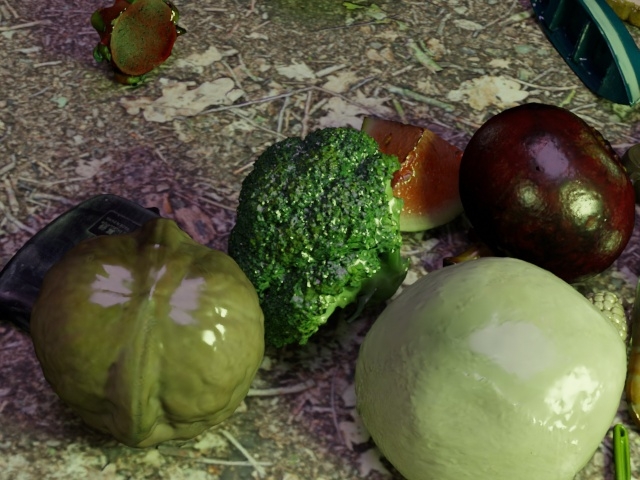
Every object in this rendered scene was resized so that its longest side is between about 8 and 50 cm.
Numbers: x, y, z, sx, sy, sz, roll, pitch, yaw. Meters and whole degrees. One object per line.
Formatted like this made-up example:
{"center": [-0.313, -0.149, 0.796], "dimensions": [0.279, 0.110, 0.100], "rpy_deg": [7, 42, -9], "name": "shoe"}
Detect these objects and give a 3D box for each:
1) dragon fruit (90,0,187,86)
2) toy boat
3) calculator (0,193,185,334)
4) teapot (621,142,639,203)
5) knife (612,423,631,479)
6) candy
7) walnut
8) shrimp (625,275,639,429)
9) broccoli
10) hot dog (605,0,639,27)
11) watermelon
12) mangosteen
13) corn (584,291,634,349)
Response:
{"center": [-0.263, -0.296, 1.835], "dimensions": [0.142, 0.138, 0.175], "rpy_deg": [13, 19, -26], "name": "dragon fruit"}
{"center": [0.410, -0.300, 1.923], "dimensions": [0.062, 0.096, 0.299], "rpy_deg": [-6, 48, -24], "name": "toy boat"}
{"center": [-0.275, 0.034, 1.555], "dimensions": [0.177, 0.040, 0.268], "rpy_deg": [26, 44, 15], "name": "calculator"}
{"center": [0.436, -0.094, 1.737], "dimensions": [0.076, 0.068, 0.121], "rpy_deg": [32, 51, 23], "name": "teapot"}
{"center": [0.329, 0.273, 1.399], "dimensions": [0.022, 0.026, 0.184], "rpy_deg": [39, 37, -24], "name": "knife"}
{"center": [0.172, 0.143, 1.362], "dimensions": [0.295, 0.185, 0.295], "rpy_deg": [-14, 55, 21], "name": "candy"}
{"center": [-0.181, 0.096, 1.360], "dimensions": [0.248, 0.248, 0.248], "rpy_deg": [3, 45, -3], "name": "walnut"}
{"center": [0.453, 0.114, 1.475], "dimensions": [0.198, 0.051, 0.262], "rpy_deg": [3, 74, 8], "name": "shrimp"}
{"center": [0.000, 0.000, 1.483], "dimensions": [0.269, 0.241, 0.261], "rpy_deg": [-44, 36, 13], "name": "broccoli"}
{"center": [0.446, -0.400, 2.044], "dimensions": [0.289, 0.068, 0.083], "rpy_deg": [30, 73, 15], "name": "hot dog"}
{"center": [0.112, -0.073, 1.669], "dimensions": [0.193, 0.137, 0.145], "rpy_deg": [23, 83, 15], "name": "watermelon"}
{"center": [0.256, -0.033, 1.587], "dimensions": [0.261, 0.235, 0.235], "rpy_deg": [-43, 51, 14], "name": "mangosteen"}
{"center": [0.317, 0.126, 1.497], "dimensions": [0.087, 0.087, 0.211], "rpy_deg": [21, 48, 14], "name": "corn"}
